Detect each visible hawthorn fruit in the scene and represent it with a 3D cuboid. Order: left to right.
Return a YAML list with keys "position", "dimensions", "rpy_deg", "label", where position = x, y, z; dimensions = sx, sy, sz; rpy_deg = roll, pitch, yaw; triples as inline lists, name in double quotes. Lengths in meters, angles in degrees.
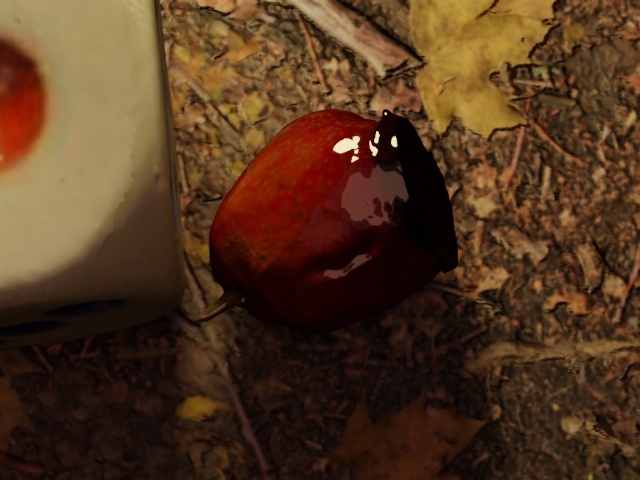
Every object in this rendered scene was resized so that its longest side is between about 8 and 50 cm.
- position: [0.000, 0.000, 1.522]
  dimensions: [0.251, 0.189, 0.189]
  rpy_deg: [-42, 84, 6]
  label: "hawthorn fruit"

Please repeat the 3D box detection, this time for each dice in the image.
- position: [-0.254, -0.076, 1.456]
  dimensions: [0.277, 0.304, 0.304]
  rpy_deg: [-9, 82, -2]
  label: "dice"
